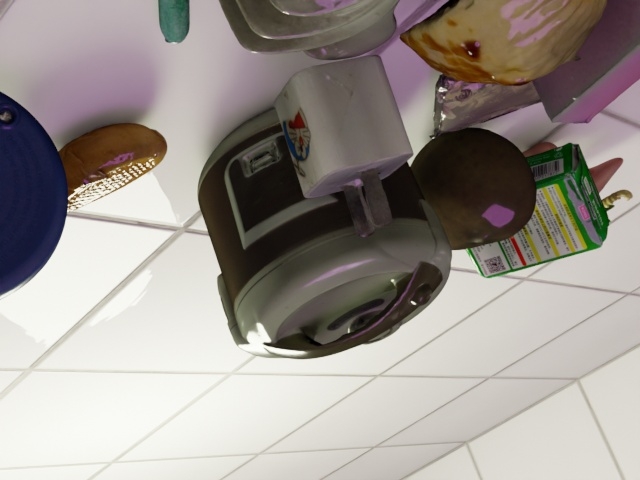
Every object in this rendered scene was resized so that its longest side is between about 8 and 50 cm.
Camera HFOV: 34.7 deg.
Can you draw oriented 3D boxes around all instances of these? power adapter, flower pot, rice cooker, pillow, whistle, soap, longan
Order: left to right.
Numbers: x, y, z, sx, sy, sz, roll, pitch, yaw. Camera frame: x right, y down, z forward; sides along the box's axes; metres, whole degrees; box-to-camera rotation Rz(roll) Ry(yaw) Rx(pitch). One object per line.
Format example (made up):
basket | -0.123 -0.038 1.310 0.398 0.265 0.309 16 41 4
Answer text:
whistle | -0.161 -0.287 1.112 0.039 0.039 0.186 -13 154 -14
rice cooker | 0.000 0.000 1.459 0.335 0.325 0.335 -17 155 -8
power adapter | 0.038 -0.106 1.261 0.125 0.205 0.130 -14 170 -21
flower pot | 0.051 -0.318 1.061 0.254 0.165 0.367 -11 160 -48
longan | 0.236 -0.082 1.615 0.196 0.197 0.220 7 166 -44
pillow | 0.280 -0.236 1.511 0.255 0.059 0.169 -16 155 -4
soap | 0.366 -0.292 1.299 0.081 0.181 0.259 -3 154 -32

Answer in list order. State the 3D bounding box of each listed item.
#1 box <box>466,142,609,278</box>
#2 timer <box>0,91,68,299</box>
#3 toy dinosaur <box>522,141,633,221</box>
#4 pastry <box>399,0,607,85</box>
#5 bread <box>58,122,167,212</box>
box | 0.351 -0.049 1.755 0.250 0.103 0.180 -17 119 26
timer | -0.476 -0.008 1.247 0.270 0.270 0.383 -6 167 -27
toy dinosaur | 0.447 -0.116 1.829 0.194 0.152 0.177 -3 132 7
pastry | 0.233 -0.267 1.198 0.237 0.170 0.256 -38 -168 36
bread | -0.291 -0.101 1.342 0.189 0.077 0.114 -24 174 7
